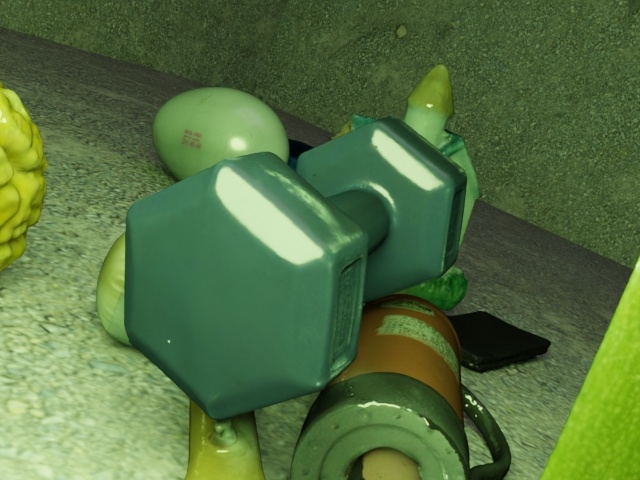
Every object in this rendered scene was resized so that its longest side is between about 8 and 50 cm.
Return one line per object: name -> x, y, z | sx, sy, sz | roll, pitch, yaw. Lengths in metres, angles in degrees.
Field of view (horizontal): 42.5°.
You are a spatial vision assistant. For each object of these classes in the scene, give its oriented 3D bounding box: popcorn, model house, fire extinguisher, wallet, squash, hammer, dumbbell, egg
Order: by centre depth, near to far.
squash -> 0.239, 0.118, 0.579 | 0.111, 0.289, 0.203 | 25, 13, 23
dumbbell -> 0.000, 0.000, 0.588 | 0.156, 0.143, 0.316 | 40, 26, 10
hammer -> -0.078, 0.096, 0.614 | 0.202, 0.113, 0.305 | 16, 21, -14
popcorn -> -0.321, -0.066, 0.627 | 0.203, 0.200, 0.226 | 31, 12, 15
fire extinguisher -> 0.074, 0.146, 0.680 | 0.200, 0.113, 0.376 | 64, 12, -7
wallet -> 0.214, 0.131, 1.116 | 0.124, 0.025, 0.244 | 28, 15, 33
model house -> 0.100, -0.093, 1.143 | 0.267, 0.325, 0.194 | 11, 17, -24
egg -> -0.169, -0.162, 1.358 | 0.264, 0.183, 0.183 | 21, 9, 34

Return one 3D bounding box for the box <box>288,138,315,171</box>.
box -> -0.014, -0.105, 1.539 | 0.261, 0.116, 0.279 | 26, 13, 24
